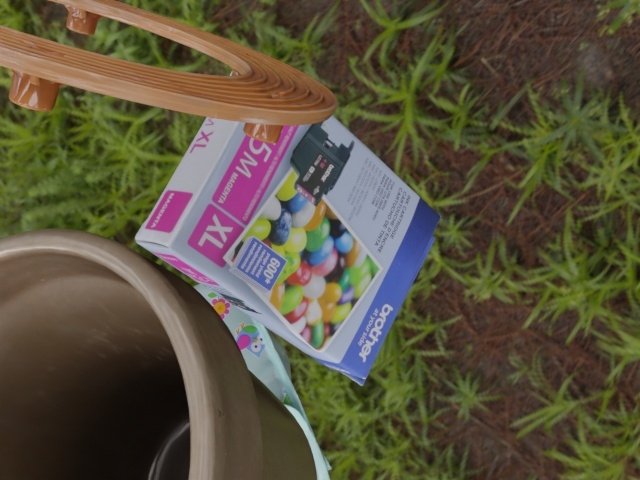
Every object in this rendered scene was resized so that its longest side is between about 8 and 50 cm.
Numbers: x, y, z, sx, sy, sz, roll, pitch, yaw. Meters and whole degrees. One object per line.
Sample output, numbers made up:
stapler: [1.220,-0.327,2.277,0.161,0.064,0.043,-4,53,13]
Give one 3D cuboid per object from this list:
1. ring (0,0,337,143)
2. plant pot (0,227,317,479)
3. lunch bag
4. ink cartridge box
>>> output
ring: [-0.153,-0.122,0.567,0.337,0.337,0.032,25,107,21]
plant pot: [-0.117,0.146,0.573,0.263,0.229,0.262,-8,72,25]
lunch bag: [-0.132,0.193,1.058,0.160,0.224,0.262,102,145,-81]
ink cartridge box: [0.000,0.000,0.861,0.065,0.185,0.311,11,158,47]
